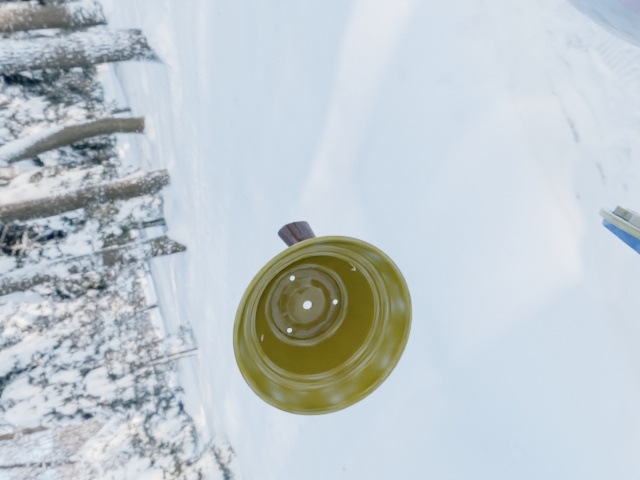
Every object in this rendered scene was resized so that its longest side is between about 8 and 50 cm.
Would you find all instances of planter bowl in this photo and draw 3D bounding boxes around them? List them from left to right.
[{"bbox_3d":[-0.005,0.091,0.590,0.090,0.217,0.217,-145,44,-67],"label":"planter bowl"}]

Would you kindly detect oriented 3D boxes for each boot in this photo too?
[{"bbox_3d":[0.000,0.000,0.762,0.114,0.106,0.037,50,149,41],"label":"boot"}]

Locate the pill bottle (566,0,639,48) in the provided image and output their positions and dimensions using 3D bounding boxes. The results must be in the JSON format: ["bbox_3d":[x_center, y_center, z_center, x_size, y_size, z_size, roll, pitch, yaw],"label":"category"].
[{"bbox_3d":[0.303,-0.287,0.304,0.169,0.169,0.302,63,148,27],"label":"pill bottle"}]

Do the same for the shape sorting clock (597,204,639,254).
[{"bbox_3d":[0.332,0.021,0.396,0.206,0.206,0.040,51,124,45],"label":"shape sorting clock"}]
